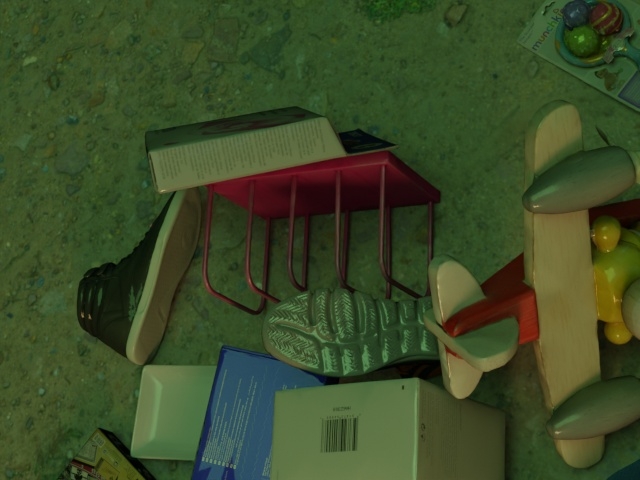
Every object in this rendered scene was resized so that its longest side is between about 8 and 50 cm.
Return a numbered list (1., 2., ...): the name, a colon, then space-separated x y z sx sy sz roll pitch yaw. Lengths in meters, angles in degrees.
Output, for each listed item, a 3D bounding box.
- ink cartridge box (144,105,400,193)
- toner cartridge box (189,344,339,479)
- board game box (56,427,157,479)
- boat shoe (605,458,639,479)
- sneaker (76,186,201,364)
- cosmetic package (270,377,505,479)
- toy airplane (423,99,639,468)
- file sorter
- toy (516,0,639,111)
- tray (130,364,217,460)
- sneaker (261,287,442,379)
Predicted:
1. ink cartridge box: -0.081 -0.143 1.918 0.330 0.324 0.071 -12 100 -7
2. toner cartridge box: -0.093 0.335 1.910 0.165 0.075 0.347 11 83 18
3. board game box: -0.304 0.421 2.037 0.243 0.042 0.165 41 92 31
4. boat shoe: 0.466 0.283 1.685 0.258 0.089 0.109 -25 50 22
5. sneaker: -0.292 0.035 2.132 0.147 0.104 0.295 17 84 25
6. cosmetic package: 0.091 0.273 1.770 0.224 0.225 0.138 -10 70 35
7. toy airplane: 0.317 0.066 1.659 0.272 0.386 0.384 18 81 43
8. file sorter: 0.000 0.000 1.949 0.291 0.202 0.182 -5 73 25
9. toy: 0.400 -0.297 1.940 0.237 0.056 0.137 38 89 31
10. tray: -0.155 0.260 2.029 0.270 0.030 0.145 -2 71 26
11. sneaker: 0.081 0.143 1.852 0.321 0.180 0.124 1 72 -1
